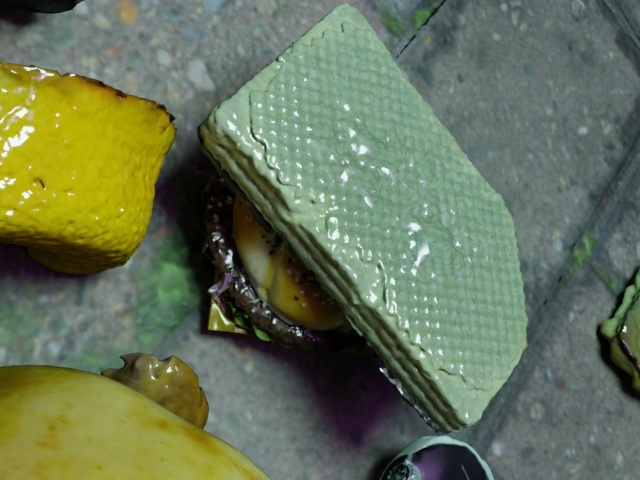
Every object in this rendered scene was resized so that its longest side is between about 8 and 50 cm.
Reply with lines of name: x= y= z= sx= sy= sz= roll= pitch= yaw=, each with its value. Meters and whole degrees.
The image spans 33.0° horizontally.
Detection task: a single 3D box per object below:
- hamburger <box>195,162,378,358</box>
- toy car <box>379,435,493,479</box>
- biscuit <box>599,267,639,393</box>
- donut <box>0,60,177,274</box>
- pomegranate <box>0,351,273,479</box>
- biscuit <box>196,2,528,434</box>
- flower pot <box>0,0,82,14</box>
hamburger: x=0.003 y=-0.002 z=0.741 sx=0.189 sy=0.093 sz=0.164 roll=2 pitch=74 yaw=-37
toy car: x=0.059 y=0.230 z=0.731 sx=0.095 sy=0.056 sz=0.205 roll=36 pitch=60 yaw=-22
biscuit: x=0.364 y=0.075 z=1.015 sx=0.273 sy=0.036 sz=0.187 roll=-42 pitch=101 yaw=-38
donut: x=-0.185 y=-0.045 z=0.581 sx=0.259 sy=0.152 sz=0.101 roll=8 pitch=78 yaw=-32
pomegranate: x=-0.136 y=0.193 z=0.455 sx=0.307 sy=0.307 sz=0.307 roll=12 pitch=69 yaw=-33
biscuit: x=0.047 y=-0.016 z=0.685 sx=0.252 sy=0.052 sz=0.150 roll=52 pitch=51 yaw=-9
flower pot: x=-0.192 y=-0.194 z=0.635 sx=0.157 sy=0.157 sz=0.107 roll=1 pitch=89 yaw=-36
